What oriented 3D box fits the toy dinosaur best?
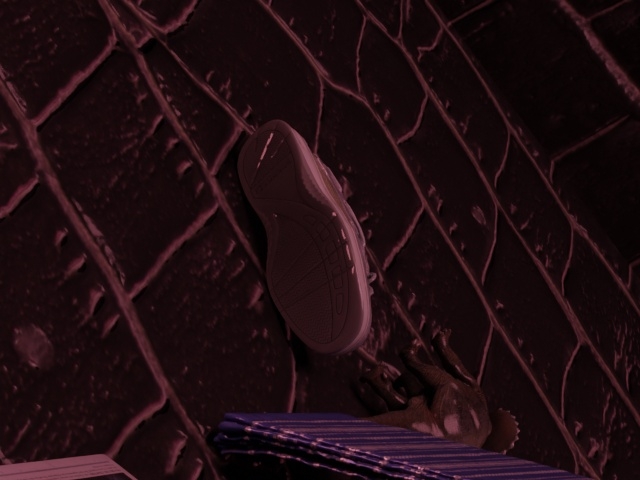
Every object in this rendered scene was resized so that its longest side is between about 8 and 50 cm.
[{"bbox_3d":[0.139,0.196,2.077,0.160,0.121,0.313,50,14,19],"label":"toy dinosaur"}]

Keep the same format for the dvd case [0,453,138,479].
[{"bbox_3d":[-0.133,0.243,1.382,0.238,0.029,0.179,33,11,23],"label":"dvd case"}]

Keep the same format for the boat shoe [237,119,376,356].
[{"bbox_3d":[-0.002,0.001,2.052,0.103,0.118,0.320,28,28,-44],"label":"boat shoe"}]

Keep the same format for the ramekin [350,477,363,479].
[{"bbox_3d":[0.158,0.302,1.761,0.277,0.277,0.135,1,97,-66],"label":"ramekin"}]

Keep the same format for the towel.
[{"bbox_3d":[0.094,0.214,1.719,0.243,0.336,0.040,7,94,-58],"label":"towel"}]
